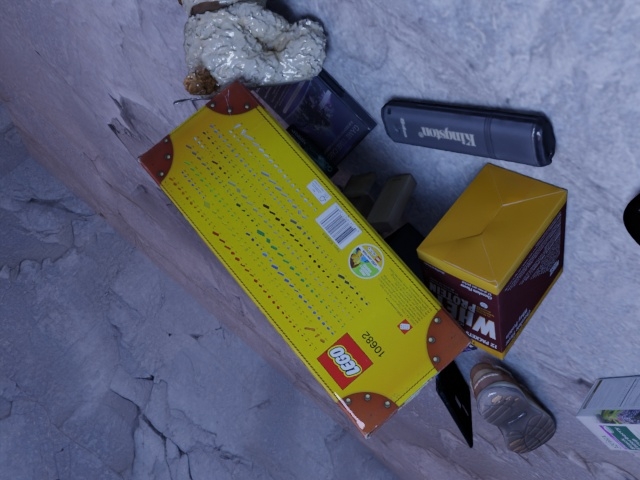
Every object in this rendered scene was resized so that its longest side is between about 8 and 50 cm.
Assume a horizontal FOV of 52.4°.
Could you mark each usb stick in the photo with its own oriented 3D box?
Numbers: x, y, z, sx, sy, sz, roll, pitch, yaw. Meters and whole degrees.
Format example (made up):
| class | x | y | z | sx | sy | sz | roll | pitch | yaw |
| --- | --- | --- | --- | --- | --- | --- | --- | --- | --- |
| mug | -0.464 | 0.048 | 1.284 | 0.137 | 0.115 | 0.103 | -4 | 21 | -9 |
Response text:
| class | x | y | z | sx | sy | sz | roll | pitch | yaw |
| --- | --- | --- | --- | --- | --- | --- | --- | --- | --- |
| usb stick | 0.201 | -0.156 | 0.925 | 0.278 | 0.045 | 0.077 | 20 | 149 | 44 |

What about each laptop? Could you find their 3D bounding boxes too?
| class | x | y | z | sx | sy | sz | roll | pitch | yaw |
| --- | --- | --- | --- | --- | --- | --- | --- | --- | --- |
| laptop | 0.265 | 0.335 | 1.576 | 0.136 | 0.264 | 0.234 | -18 | 126 | 23 |

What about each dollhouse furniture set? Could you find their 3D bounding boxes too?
| class | x | y | z | sx | sy | sz | roll | pitch | yaw |
| --- | --- | --- | --- | --- | --- | --- | --- | --- | --- |
| dollhouse furniture set | 0.117 | -0.037 | 1.185 | 0.151 | 0.144 | 0.123 | -6 | 134 | 43 |

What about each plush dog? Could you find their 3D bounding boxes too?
| class | x | y | z | sx | sy | sz | roll | pitch | yaw |
| --- | --- | --- | --- | --- | --- | --- | --- | --- | --- |
| plush dog | -0.148 | -0.338 | 0.993 | 0.262 | 0.210 | 0.226 | -4 | 99 | 41 |

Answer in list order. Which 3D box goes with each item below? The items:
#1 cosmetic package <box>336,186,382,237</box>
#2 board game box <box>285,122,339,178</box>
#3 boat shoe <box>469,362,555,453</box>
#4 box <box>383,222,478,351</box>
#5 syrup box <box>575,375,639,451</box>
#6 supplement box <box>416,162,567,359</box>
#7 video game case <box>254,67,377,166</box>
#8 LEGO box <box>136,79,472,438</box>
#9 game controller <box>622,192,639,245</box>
| class | x | y | z | sx | sy | sz | roll | pitch | yaw |
| --- | --- | --- | --- | --- | --- | --- | --- | --- | --- |
| cosmetic package | 0.000 | 0.000 | 1.398 | 0.151 | 0.151 | 0.183 | 48 | 158 | -13 |
| board game box | -0.036 | -0.159 | 1.299 | 0.126 | 0.026 | 0.186 | 44 | 167 | -5 |
| boat shoe | 0.422 | 0.365 | 1.434 | 0.324 | 0.123 | 0.116 | 51 | -169 | -40 |
| box | 0.208 | 0.107 | 1.318 | 0.261 | 0.103 | 0.184 | 43 | 155 | -1 |
| syrup box | 0.550 | 0.288 | 1.079 | 0.093 | 0.096 | 0.237 | 43 | 157 | -3 |
| supplement box | 0.261 | 0.032 | 0.972 | 0.129 | 0.191 | 0.194 | 26 | 154 | 34 |
| video game case | -0.037 | -0.261 | 1.160 | 0.274 | 0.026 | 0.196 | 44 | 158 | -4 |
| LEGO box | -0.020 | 0.046 | 1.044 | 0.500 | 0.193 | 0.372 | 49 | 174 | 12 |
| game controller | 0.458 | -0.037 | 0.686 | 0.166 | 0.067 | 0.319 | 39 | 157 | 9 |
